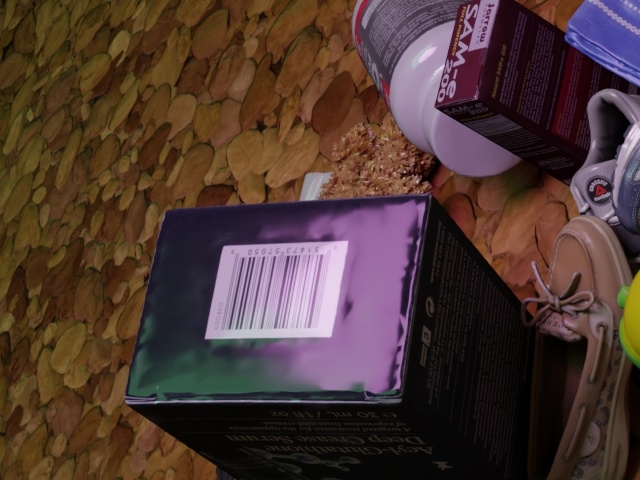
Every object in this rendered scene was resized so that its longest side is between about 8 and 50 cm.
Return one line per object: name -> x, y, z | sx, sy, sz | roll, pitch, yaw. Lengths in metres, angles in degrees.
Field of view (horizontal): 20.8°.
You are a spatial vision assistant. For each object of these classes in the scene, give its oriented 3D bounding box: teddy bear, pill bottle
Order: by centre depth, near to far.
pill bottle -> 0.154, -0.204, 2.080 | 0.176, 0.176, 0.318 | -51, 28, 17
teddy bear -> 0.048, -0.016, 2.166 | 0.245, 0.113, 0.338 | 7, 69, 47

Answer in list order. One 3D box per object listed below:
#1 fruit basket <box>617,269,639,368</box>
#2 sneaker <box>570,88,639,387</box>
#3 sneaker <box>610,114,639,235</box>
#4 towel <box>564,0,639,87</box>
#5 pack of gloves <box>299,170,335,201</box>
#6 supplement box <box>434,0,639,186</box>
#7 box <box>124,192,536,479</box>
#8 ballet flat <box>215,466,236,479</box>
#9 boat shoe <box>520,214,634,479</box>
fruit basket -> 0.413, 0.084, 1.380 | 0.392, 0.392, 0.283 | -36, 42, 34
sneaker -> 0.313, -0.007, 1.788 | 0.122, 0.146, 0.331 | -28, 48, 39
sneaker -> 0.395, -0.105, 1.647 | 0.283, 0.110, 0.122 | -46, 37, 8
towel -> 0.435, -0.288, 1.803 | 0.243, 0.040, 0.336 | 38, 93, 31
pack of gloves -> 0.000, 0.000, 2.296 | 0.195, 0.046, 0.232 | -10, 60, 52
supplement box -> 0.243, -0.156, 1.894 | 0.073, 0.239, 0.130 | -10, 59, 51
box -> 0.039, 0.136, 1.755 | 0.293, 0.395, 0.212 | -3, 63, 27
ballet flat -> -0.074, 0.323, 1.968 | 0.096, 0.095, 0.280 | -56, 22, 27
boat shoe -> 0.253, 0.118, 1.731 | 0.104, 0.089, 0.285 | 4, 96, 63
